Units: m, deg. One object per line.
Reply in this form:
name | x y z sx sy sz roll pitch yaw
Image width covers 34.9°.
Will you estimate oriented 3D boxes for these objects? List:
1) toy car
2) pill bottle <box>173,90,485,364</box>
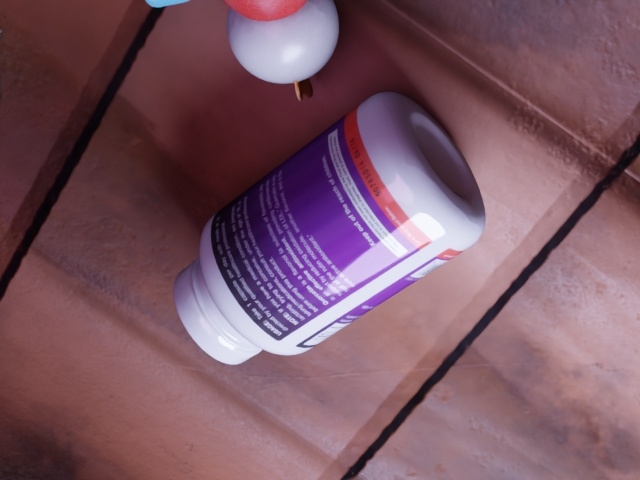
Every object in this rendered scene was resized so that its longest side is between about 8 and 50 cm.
toy car | -0.045 -0.250 1.006 0.219 0.210 0.238 -11 138 4
pill bottle | 0.000 0.000 1.070 0.323 0.181 0.181 -34 100 24
